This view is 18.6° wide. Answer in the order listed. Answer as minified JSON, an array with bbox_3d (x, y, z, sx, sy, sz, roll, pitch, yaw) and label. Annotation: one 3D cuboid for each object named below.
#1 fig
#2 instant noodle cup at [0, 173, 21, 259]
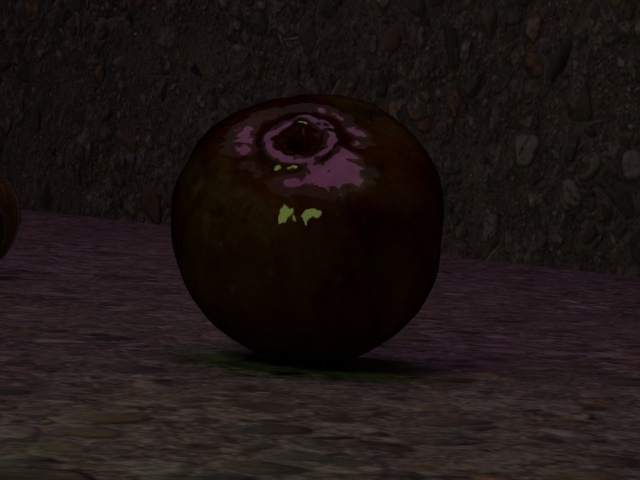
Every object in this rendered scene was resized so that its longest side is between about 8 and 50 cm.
[{"bbox_3d":[-0.001,0.000,1.347,0.205,0.205,0.205,4,2,0],"label":"fig"},{"bbox_3d":[-0.386,-0.032,1.926,0.168,0.168,0.185,5,-5,19],"label":"instant noodle cup"}]
